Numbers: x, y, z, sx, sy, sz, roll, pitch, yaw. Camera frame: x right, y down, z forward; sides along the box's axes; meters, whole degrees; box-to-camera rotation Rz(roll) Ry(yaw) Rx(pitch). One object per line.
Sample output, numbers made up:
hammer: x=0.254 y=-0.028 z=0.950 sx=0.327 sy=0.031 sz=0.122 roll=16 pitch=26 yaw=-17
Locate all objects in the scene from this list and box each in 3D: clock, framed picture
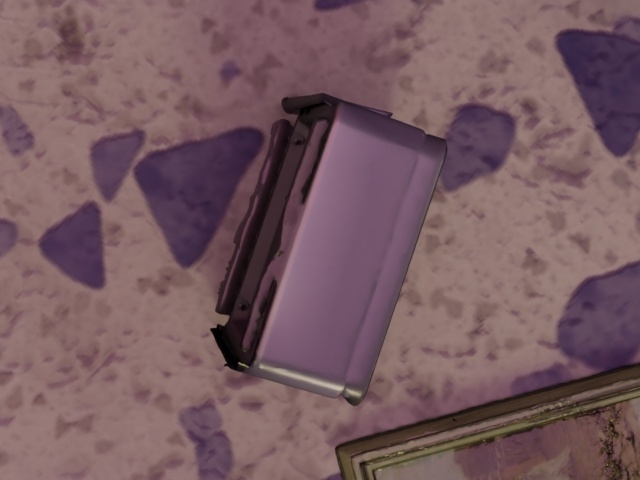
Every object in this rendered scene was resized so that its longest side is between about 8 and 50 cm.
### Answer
clock: x=0.000 y=-0.001 z=0.944 sx=0.073 sy=0.193 sz=0.144 roll=19 pitch=91 yaw=-7
framed picture: x=0.142 y=0.223 z=1.052 sx=0.217 sy=0.017 sz=0.274 roll=-16 pitch=94 yaw=-3
